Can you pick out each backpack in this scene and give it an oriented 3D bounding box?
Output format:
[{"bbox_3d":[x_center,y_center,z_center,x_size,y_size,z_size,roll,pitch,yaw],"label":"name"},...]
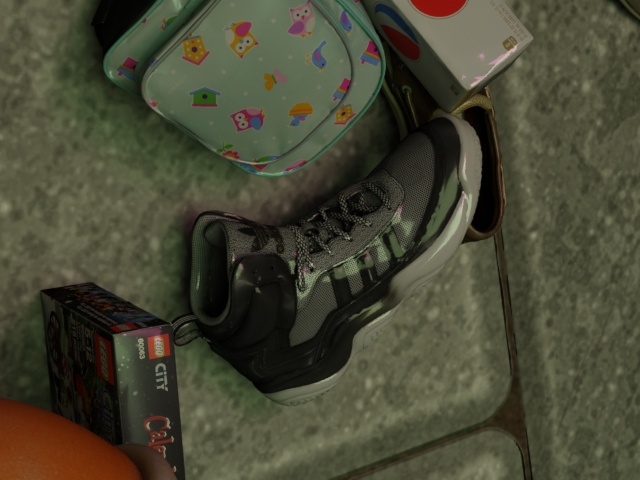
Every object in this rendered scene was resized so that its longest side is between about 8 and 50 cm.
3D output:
[{"bbox_3d":[-0.046,-0.137,0.977,0.166,0.144,0.188,-46,131,14],"label":"backpack"}]

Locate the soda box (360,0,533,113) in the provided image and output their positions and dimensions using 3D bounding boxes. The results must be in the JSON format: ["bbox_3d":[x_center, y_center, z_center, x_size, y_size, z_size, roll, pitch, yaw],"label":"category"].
[{"bbox_3d":[0.060,-0.203,1.016,0.069,0.074,0.216,-39,87,-11],"label":"soda box"}]

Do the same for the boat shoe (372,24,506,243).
[{"bbox_3d":[0.105,-0.121,1.094,0.095,0.095,0.257,-22,108,-24],"label":"boat shoe"}]

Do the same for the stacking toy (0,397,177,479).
[{"bbox_3d":[-0.340,0.114,0.728,0.350,0.350,0.480,-46,106,-14],"label":"stacking toy"}]

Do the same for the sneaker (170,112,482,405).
[{"bbox_3d":[0.000,0.000,1.015,0.153,0.101,0.268,28,106,-39],"label":"sneaker"}]

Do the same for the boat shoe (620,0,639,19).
[{"bbox_3d":[0.368,-0.231,1.222,0.335,0.112,0.095,25,69,-35],"label":"boat shoe"}]

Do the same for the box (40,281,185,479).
[{"bbox_3d":[-0.146,0.158,0.970,0.044,0.159,0.233,-9,103,-27],"label":"box"}]
